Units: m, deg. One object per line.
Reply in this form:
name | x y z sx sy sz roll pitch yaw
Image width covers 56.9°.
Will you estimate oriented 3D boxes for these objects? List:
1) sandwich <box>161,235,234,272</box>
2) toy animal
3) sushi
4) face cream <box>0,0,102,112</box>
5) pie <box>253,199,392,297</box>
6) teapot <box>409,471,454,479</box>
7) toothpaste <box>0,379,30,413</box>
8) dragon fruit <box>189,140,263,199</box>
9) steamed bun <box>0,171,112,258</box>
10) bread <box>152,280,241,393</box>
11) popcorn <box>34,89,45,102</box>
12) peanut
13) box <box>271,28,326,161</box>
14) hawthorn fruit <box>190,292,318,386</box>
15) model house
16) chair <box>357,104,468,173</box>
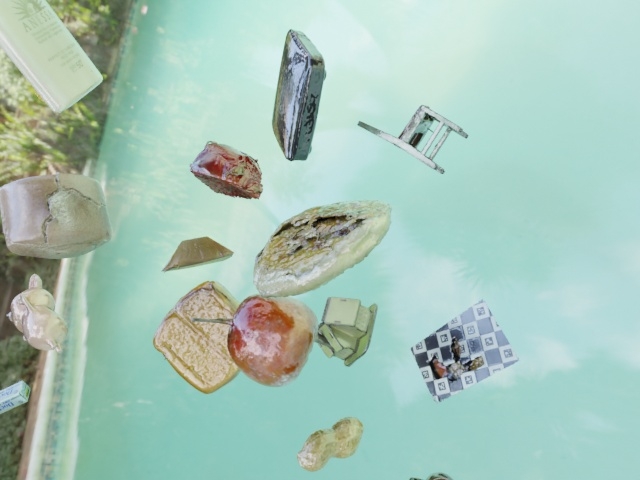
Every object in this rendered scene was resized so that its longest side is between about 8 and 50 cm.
sandwich | -0.449 0.049 2.129 0.094 0.258 0.096 132 125 -66
toy animal | -0.483 0.137 1.021 0.150 0.089 0.083 50 118 33
sushi | 0.400 0.318 1.652 0.279 0.043 0.192 -41 57 27
face cream | -0.587 -0.433 1.166 0.081 0.348 0.173 -19 29 25
pie | 0.000 0.000 1.259 0.339 0.077 0.339 -23 22 10
teapot | 0.253 0.539 1.286 0.068 0.121 0.076 41 -117 -85
toothpaste | -0.744 0.375 1.343 0.164 0.034 0.046 -25 34 0
dragon fruit | -0.210 -0.175 1.420 0.161 0.127 0.120 16 75 29
steamed bun | -0.781 -0.083 1.760 0.199 0.301 0.251 -40 62 56
bread | -0.391 0.340 2.091 0.328 0.337 0.148 -47 6 -1
popcorn | -0.808 -0.497 1.812 0.167 0.148 0.152 -54 20 7
peanut | 0.027 0.483 1.396 0.089 0.193 0.089 32 131 47
box | -0.063 -0.384 1.561 0.290 0.073 0.289 -114 32 -53
hawthorn fruit | -0.124 0.231 1.499 0.231 0.263 0.235 -23 8 27
model house | 0.040 0.292 2.146 0.205 0.279 0.218 -52 15 50
chair | 0.265 -0.318 1.683 0.270 0.136 0.147 35 103 18
